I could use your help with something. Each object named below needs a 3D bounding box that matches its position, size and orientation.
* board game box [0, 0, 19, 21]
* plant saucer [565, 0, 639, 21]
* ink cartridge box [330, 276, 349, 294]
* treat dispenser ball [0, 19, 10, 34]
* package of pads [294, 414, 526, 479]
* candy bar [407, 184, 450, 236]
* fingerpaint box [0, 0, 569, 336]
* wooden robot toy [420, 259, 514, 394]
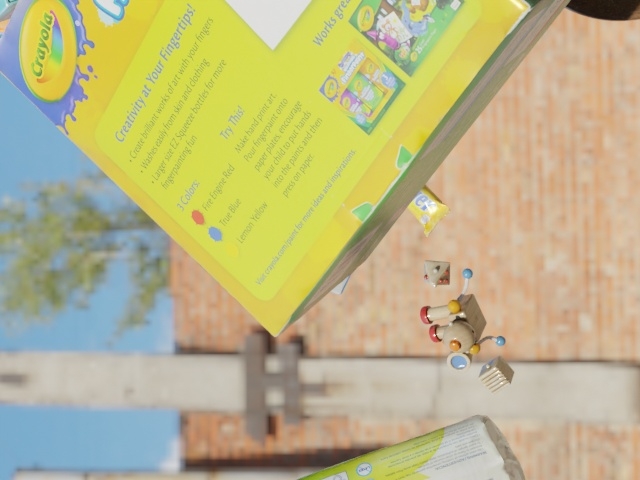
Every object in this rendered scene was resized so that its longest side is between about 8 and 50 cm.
[{"bbox_3d":[-0.284,-0.420,1.831,0.079,0.254,0.336,-20,92,63],"label":"board game box"},{"bbox_3d":[0.286,-0.268,1.718,0.198,0.198,0.036,70,-156,-57],"label":"plant saucer"},{"bbox_3d":[0.000,0.000,2.256,0.088,0.052,0.122,-65,32,13],"label":"ink cartridge box"},{"bbox_3d":[-0.398,-0.405,2.254,0.288,0.288,0.288,-1,-90,-78],"label":"treat dispenser ball"},{"bbox_3d":[0.073,0.265,1.550,0.296,0.229,0.101,68,-179,-66],"label":"package of pads"},{"bbox_3d":[0.089,-0.067,1.984,0.018,0.040,0.161,17,-154,-49],"label":"candy bar"},{"bbox_3d":[-0.034,-0.198,1.482,0.163,0.371,0.445,-40,-10,-45],"label":"fingerpaint box"},{"bbox_3d":[0.151,0.108,1.970,0.173,0.076,0.079,63,-154,-20],"label":"wooden robot toy"}]
